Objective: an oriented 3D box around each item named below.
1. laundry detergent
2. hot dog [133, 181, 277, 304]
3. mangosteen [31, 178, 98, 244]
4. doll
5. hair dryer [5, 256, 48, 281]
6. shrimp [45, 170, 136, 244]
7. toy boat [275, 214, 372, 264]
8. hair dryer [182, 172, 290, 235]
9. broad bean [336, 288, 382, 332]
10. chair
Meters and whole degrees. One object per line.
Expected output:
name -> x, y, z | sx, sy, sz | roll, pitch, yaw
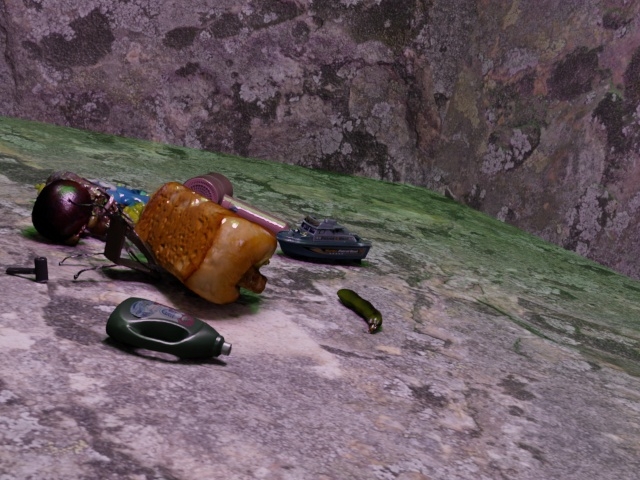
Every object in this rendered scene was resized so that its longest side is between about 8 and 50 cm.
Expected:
laundry detergent -> -0.260, 0.165, 1.491 | 0.211, 0.063, 0.137 | 18, 15, 8
hot dog -> -0.235, 0.014, 1.856 | 0.223, 0.185, 0.405 | 28, 0, -37
mangosteen -> -0.587, -0.064, 1.960 | 0.152, 0.152, 0.152 | 13, 12, -3
doll -> -0.570, -0.121, 2.340 | 0.346, 0.098, 0.341 | 20, 15, 14
hair dryer -> -0.579, 0.057, 1.674 | 0.083, 0.047, 0.026 | 0, 11, 5
shrimp -> -0.540, -0.076, 2.075 | 0.343, 0.145, 0.116 | 25, 18, 21
toy boat -> 0.002, -0.003, 2.395 | 0.296, 0.122, 0.114 | 5, 15, -35
hair dryer -> -0.246, -0.093, 2.605 | 0.352, 0.125, 0.210 | 25, 12, 4
broad bean -> 0.097, 0.160, 1.969 | 0.069, 0.039, 0.227 | 4, 15, -18
chair -> -0.433, 0.011, 1.807 | 0.213, 0.149, 0.174 | 12, 7, -37
